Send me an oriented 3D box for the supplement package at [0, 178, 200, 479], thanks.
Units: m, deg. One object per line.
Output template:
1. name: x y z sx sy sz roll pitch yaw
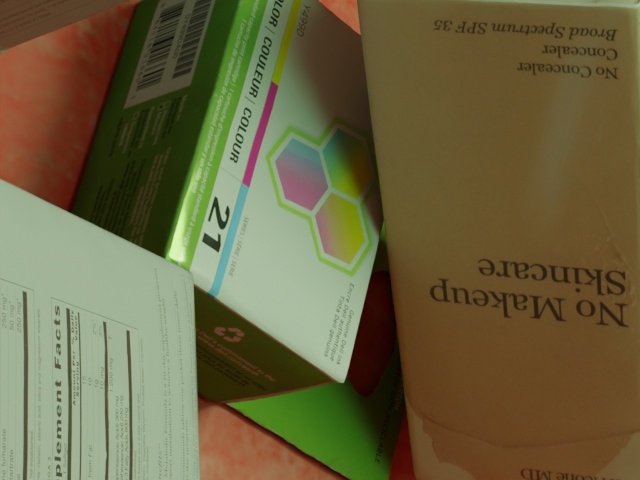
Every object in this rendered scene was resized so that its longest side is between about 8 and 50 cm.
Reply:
1. supplement package: -0.151 0.061 0.769 0.244 0.139 0.134 34 51 -70

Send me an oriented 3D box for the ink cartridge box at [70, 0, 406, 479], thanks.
1. ink cartridge box: 0.000 0.000 1.042 0.255 0.097 0.189 35 56 -34

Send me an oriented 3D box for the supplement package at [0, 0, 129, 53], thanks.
1. supplement package: -0.116 -0.228 0.908 0.203 0.194 0.149 54 47 -23

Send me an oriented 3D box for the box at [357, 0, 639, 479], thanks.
1. box: 0.117 -0.017 1.034 0.121 0.148 0.311 -60 148 -50
